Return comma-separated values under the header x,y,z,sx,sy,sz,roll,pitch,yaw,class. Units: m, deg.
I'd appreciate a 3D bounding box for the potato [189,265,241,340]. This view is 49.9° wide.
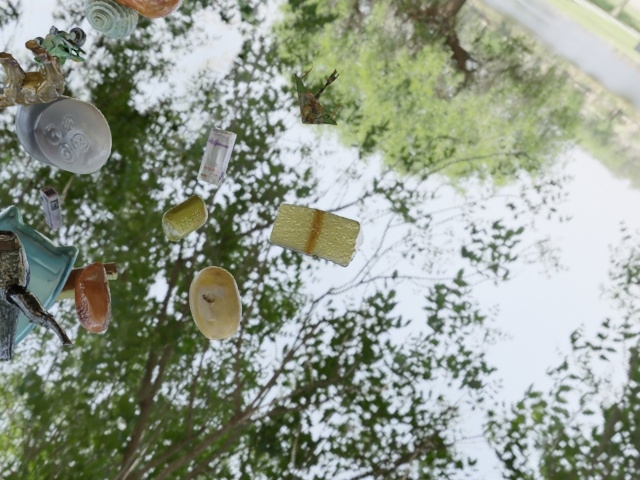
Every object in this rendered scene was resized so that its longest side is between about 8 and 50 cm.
x,y,z,sx,sy,sz,roll,pitch,yaw,class
-0.323,0.192,2.105,0.150,0.233,0.146,-7,-169,-19,potato

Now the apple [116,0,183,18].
x,y,z,sx,sy,sz,roll,pitch,yaw,class
-0.442,-0.654,1.731,0.210,0.164,0.209,20,-156,-10,apple

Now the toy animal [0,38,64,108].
x,y,z,sx,sy,sz,roll,pitch,yaw,class
-0.508,-0.253,1.129,0.149,0.275,0.054,13,-112,-30,toy animal

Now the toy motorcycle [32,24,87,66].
x,y,z,sx,sy,sz,roll,pitch,yaw,class
-0.720,-0.522,1.880,0.074,0.190,0.106,17,-109,-67,toy motorcycle

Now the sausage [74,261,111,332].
x,y,z,sx,sy,sz,roll,pitch,yaw,class
-0.575,0.144,1.734,0.089,0.089,0.179,1,-95,-57,sausage

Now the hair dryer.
x,y,z,sx,sy,sz,roll,pitch,yaw,class
-0.601,0.166,1.398,0.360,0.303,0.120,26,-156,38,hair dryer

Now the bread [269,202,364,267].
x,y,z,sx,sy,sz,roll,pitch,yaw,class
0.000,0.000,1.878,0.240,0.135,0.178,16,169,15,bread

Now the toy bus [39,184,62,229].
x,y,z,sx,sy,sz,roll,pitch,yaw,class
-0.759,-0.092,1.940,0.052,0.130,0.037,38,-131,25,toy bus

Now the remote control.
x,y,z,sx,sy,sz,roll,pitch,yaw,class
-0.767,-0.320,2.045,0.332,0.221,0.103,16,-161,17,remote control

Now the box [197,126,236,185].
x,y,z,sx,sy,sz,roll,pitch,yaw,class
-0.218,-0.176,1.441,0.051,0.117,0.036,22,-168,8,box

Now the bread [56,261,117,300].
x,y,z,sx,sy,sz,roll,pitch,yaw,class
-0.711,0.122,2.026,0.226,0.049,0.088,-10,-134,-23,bread

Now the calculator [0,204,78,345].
x,y,z,sx,sy,sz,roll,pitch,yaw,class
-0.795,0.123,1.691,0.256,0.386,0.054,39,176,-23,calculator

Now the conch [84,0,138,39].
x,y,z,sx,sy,sz,roll,pitch,yaw,class
-0.549,-0.609,1.837,0.102,0.153,0.135,0,131,50,conch

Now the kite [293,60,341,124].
x,y,z,sx,sy,sz,roll,pitch,yaw,class
-0.006,-0.385,1.807,0.198,0.006,0.244,50,-133,-27,kite

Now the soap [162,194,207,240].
x,y,z,sx,sy,sz,roll,pitch,yaw,class
-0.343,-0.057,1.754,0.045,0.088,0.140,19,-138,37,soap
